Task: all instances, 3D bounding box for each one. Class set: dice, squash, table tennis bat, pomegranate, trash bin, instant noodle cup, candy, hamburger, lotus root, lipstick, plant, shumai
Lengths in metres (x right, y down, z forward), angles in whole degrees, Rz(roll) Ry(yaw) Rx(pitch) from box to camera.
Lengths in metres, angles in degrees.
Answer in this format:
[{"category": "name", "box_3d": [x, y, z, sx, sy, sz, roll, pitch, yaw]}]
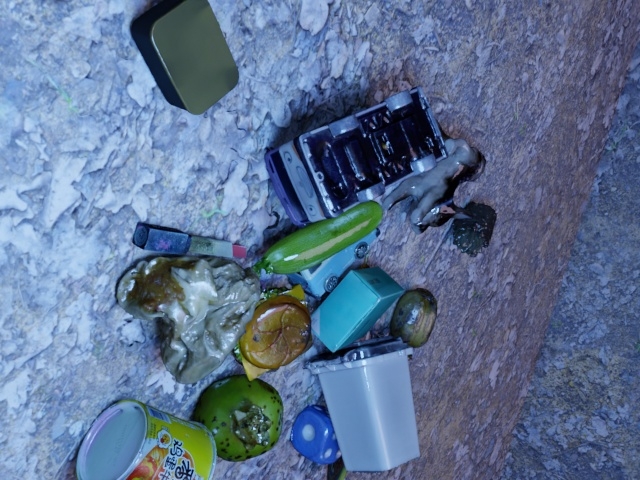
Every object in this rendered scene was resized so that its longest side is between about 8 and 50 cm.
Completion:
[{"category": "dice", "box_3d": [0.003, 0.609, 1.959, 0.146, 0.143, 0.147, 24, 90, -51]}, {"category": "squash", "box_3d": [0.000, 0.000, 1.540, 0.378, 0.101, 0.101, -25, 128, -19]}, {"category": "table tennis bat", "box_3d": [0.087, 0.645, 2.065, 0.054, 0.224, 0.369, 19, 87, -7]}, {"category": "pomegranate", "box_3d": [-0.212, 0.444, 1.551, 0.231, 0.230, 0.286, -62, 170, -5]}, {"category": "trash bin", "box_3d": [0.134, 0.484, 1.848, 0.296, 0.255, 0.368, -1, 77, -47]}, {"category": "instant noodle cup", "box_3d": [-0.391, 0.487, 1.377, 0.264, 0.264, 0.200, -54, 132, -14]}, {"category": "candy", "box_3d": [0.143, 0.038, 1.916, 0.055, 0.049, 0.185, -27, 125, -78]}, {"category": "hamburger", "box_3d": [-0.128, 0.214, 1.581, 0.261, 0.138, 0.243, -18, 119, -23]}, {"category": "lotus root", "box_3d": [0.311, 0.297, 2.153, 0.154, 0.154, 0.278, 10, 98, -50]}, {"category": "lipstick", "box_3d": [-0.275, 0.008, 1.411, 0.312, 0.051, 0.051, 11, 97, -51]}, {"category": "plant", "box_3d": [0.552, -0.038, 2.266, 0.129, 0.132, 0.195, 46, 69, -46]}, {"category": "shumai", "box_3d": [-0.297, 0.119, 1.376, 0.262, 0.267, 0.314, 44, 41, -19]}]

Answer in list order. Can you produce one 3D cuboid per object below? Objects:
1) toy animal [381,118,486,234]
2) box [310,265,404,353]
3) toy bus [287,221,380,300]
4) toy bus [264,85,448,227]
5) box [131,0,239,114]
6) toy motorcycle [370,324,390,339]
[{"category": "toy animal", "box_3d": [0.388, -0.170, 1.961, 0.302, 0.194, 0.344, 21, 98, -46]}, {"category": "box", "box_3d": [0.105, 0.184, 1.763, 0.205, 0.118, 0.311, -52, 165, 13]}, {"category": "toy bus", "box_3d": [0.021, 0.005, 1.681, 0.271, 0.133, 0.165, -45, 133, -20]}, {"category": "toy bus", "box_3d": [0.082, -0.207, 1.547, 0.439, 0.249, 0.209, -30, 101, -37]}, {"category": "box", "box_3d": [-0.261, -0.360, 1.207, 0.144, 0.090, 0.201, -46, 137, -22]}, {"category": "toy motorcycle", "box_3d": [0.174, 0.357, 2.095, 0.173, 0.058, 0.100, -54, 134, -11]}]
